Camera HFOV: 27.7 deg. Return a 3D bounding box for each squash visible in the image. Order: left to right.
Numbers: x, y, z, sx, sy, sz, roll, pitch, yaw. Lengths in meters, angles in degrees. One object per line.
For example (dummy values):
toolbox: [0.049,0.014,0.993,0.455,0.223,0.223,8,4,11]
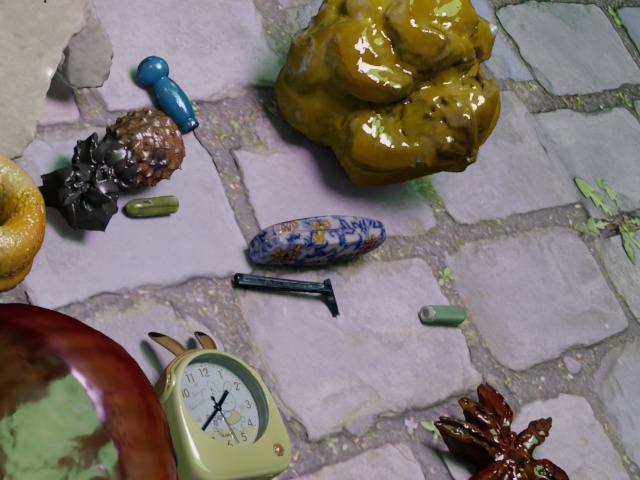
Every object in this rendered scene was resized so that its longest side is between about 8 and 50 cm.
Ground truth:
squash: [-0.238,-0.048,1.823,0.083,0.027,0.027,-9,65,-46]

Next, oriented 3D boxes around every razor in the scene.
razor: [-0.046,0.066,1.909,0.190,0.033,0.066,11,52,-37]

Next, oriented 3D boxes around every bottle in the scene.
bottle: [0.197,0.120,2.098,0.083,0.030,0.030,4,56,-41]

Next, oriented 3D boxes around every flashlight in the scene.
flashlight: [-0.230,-0.220,1.958,0.051,0.051,0.129,-30,85,-51]

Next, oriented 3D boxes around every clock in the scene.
clock: [-0.142,0.211,1.671,0.170,0.069,0.232,0,58,-43]

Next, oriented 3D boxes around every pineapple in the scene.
pineapple: [-0.283,-0.097,1.758,0.237,0.119,0.111,-39,132,-48]

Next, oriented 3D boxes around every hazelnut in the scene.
hazelnut: [-0.302,0.268,1.271,0.421,0.353,0.420,-20,90,-82]

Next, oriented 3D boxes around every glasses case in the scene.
glasses case: [0.000,0.000,1.963,0.248,0.087,0.065,-3,65,-44]

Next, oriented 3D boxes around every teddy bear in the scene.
teddy bear: [-0.436,-0.323,1.805,0.327,0.375,0.362,32,0,-20]

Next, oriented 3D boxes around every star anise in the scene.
star anise: [0.279,0.331,1.960,0.288,0.088,0.288,25,43,-25]

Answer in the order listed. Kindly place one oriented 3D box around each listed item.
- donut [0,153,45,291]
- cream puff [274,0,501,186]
donut: [-0.416,-0.034,1.605,0.174,0.075,0.190,32,41,-20]
cream puff: [0.138,-0.241,2.081,0.378,0.378,0.275,12,30,-37]
